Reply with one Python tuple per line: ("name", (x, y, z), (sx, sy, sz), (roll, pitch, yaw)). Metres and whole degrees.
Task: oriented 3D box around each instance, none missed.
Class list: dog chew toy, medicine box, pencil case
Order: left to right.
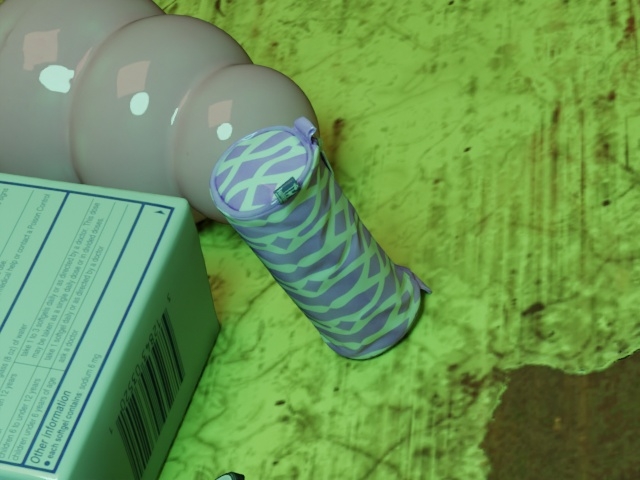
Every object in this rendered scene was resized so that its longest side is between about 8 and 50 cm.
("medicine box", (-0.257, 0.092, 1.384), (0.289, 0.149, 0.263), (8, 50, 16))
("dog chew toy", (-0.140, -0.102, 1.553), (0.332, 0.206, 0.206), (18, 58, 34))
("pencil case", (0.000, 0.000, 1.338), (0.088, 0.206, 0.086), (-44, 46, -9))

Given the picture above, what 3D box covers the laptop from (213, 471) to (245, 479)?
("laptop", (-0.236, 0.330, 1.082), (0.408, 0.236, 0.382), (-38, 38, 16))
